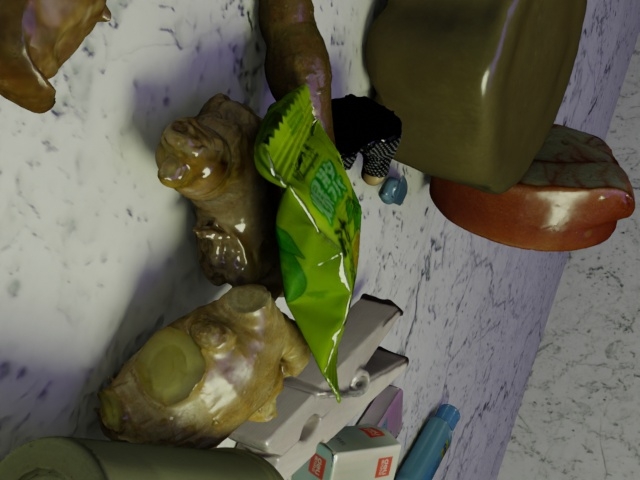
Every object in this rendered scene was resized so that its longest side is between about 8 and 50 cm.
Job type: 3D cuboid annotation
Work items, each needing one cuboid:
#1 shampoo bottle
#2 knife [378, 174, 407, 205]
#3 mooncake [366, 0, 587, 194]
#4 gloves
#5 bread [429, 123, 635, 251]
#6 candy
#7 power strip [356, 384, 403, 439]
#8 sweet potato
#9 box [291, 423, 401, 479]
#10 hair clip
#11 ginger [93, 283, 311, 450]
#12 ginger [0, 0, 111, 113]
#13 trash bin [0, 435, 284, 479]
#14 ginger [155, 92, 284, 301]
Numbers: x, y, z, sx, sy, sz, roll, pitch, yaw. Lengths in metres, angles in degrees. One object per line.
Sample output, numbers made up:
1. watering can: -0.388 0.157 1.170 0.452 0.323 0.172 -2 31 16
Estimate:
1. shampoo bottle: 0.225 0.442 1.666 0.258 0.061 0.104 -48 146 -46
2. knife: 0.102 -0.067 1.069 0.313 0.019 0.045 -5 115 -81
3. mooncake: 0.200 -0.256 1.042 0.378 0.200 0.379 -41 141 -44
4. gloves: 0.014 -0.071 0.883 0.129 0.106 0.181 -61 179 -39
5. bread: 0.323 -0.102 1.258 0.328 0.294 0.114 -67 163 -62
6. candy: 0.000 0.000 0.691 0.149 0.069 0.247 -75 161 -59
7. power strip: 0.066 0.351 1.296 0.279 0.037 0.109 -46 143 -47
8. sweet potato: -0.020 -0.149 0.742 0.067 0.067 0.274 -35 121 -54
9. box: 0.017 0.394 1.120 0.135 0.079 0.270 6 100 -41
10. hair clip: 0.003 0.186 1.007 0.330 0.085 0.101 -33 132 -47
11. ginger: -0.108 0.127 0.686 0.216 0.102 0.157 -40 151 -5
12. ginger: -0.117 -0.199 0.491 0.309 0.107 0.133 -56 136 -43
13. trash bin: -0.160 0.237 0.561 0.243 0.121 0.247 -39 152 5
14. ginger: -0.072 -0.017 0.732 0.166 0.080 0.333 -60 157 -25
